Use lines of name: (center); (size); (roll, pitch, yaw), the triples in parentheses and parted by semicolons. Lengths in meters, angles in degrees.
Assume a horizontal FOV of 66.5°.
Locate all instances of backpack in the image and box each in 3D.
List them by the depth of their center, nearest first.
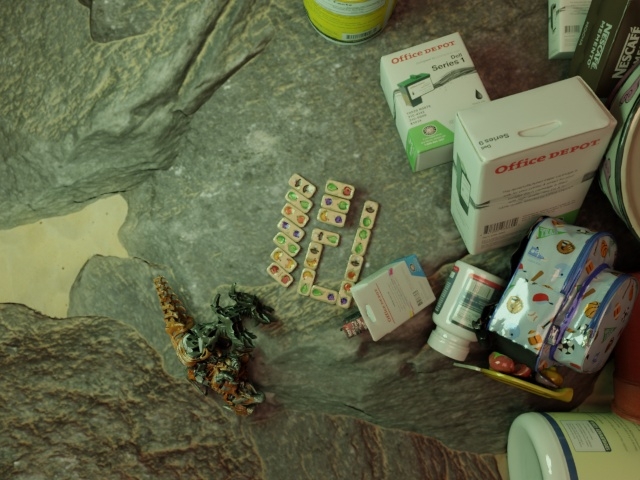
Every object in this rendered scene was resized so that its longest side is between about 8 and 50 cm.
backpack: (0.426, 0.098, 0.865); (0.213, 0.276, 0.264); (16, 91, 35)

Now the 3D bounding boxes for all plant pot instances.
plant pot: (0.667, 0.176, 0.904); (0.272, 0.272, 0.265); (-9, 85, 3)

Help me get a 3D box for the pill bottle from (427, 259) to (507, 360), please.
pill bottle: (0.287, 0.141, 0.977); (0.107, 0.108, 0.180); (24, 95, 0)

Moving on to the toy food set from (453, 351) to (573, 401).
toy food set: (0.395, 0.255, 0.979); (0.217, 0.128, 0.071); (19, 78, 4)

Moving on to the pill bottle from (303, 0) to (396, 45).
pill bottle: (0.053, -0.477, 0.829); (0.187, 0.334, 0.188); (0, 94, 2)

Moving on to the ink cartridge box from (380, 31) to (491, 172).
ink cartridge box: (0.219, -0.261, 0.922); (0.160, 0.092, 0.220); (-18, 71, 2)

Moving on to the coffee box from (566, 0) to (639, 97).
coffee box: (0.625, -0.347, 0.861); (0.297, 0.119, 0.168); (0, 128, -2)

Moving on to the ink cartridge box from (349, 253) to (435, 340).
ink cartridge box: (0.131, 0.112, 0.956); (0.181, 0.061, 0.104); (-26, 92, -34)

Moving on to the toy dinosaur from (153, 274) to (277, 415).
toy dinosaur: (-0.221, 0.208, 0.986); (0.218, 0.164, 0.322); (-39, 114, 20)

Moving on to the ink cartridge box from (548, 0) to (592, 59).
ink cartridge box: (0.505, -0.431, 0.955); (0.099, 0.056, 0.135); (-2, 94, 2)

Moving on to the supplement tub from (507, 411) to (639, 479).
supplement tub: (0.551, 0.447, 0.924); (0.324, 0.235, 0.236); (-1, 94, 2)

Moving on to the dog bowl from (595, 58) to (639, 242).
dog bowl: (0.641, -0.159, 0.782); (0.407, 0.150, 0.408); (0, 111, -1)

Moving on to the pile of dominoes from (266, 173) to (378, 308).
pile of dominoes: (0.000, 0.000, 1.011); (0.195, 0.040, 0.251); (15, 94, 1)

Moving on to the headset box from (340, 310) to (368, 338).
headset box: (0.079, 0.169, 1.008); (0.083, 0.062, 0.032); (-26, 92, 4)

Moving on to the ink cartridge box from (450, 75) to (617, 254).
ink cartridge box: (0.352, -0.118, 0.861); (0.211, 0.289, 0.122); (-16, 57, 3)
